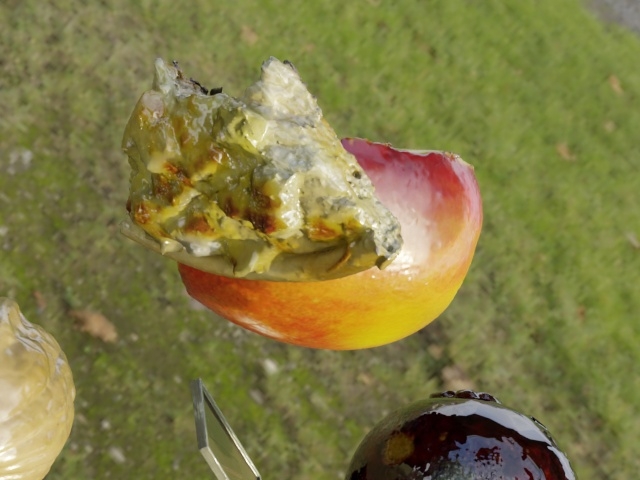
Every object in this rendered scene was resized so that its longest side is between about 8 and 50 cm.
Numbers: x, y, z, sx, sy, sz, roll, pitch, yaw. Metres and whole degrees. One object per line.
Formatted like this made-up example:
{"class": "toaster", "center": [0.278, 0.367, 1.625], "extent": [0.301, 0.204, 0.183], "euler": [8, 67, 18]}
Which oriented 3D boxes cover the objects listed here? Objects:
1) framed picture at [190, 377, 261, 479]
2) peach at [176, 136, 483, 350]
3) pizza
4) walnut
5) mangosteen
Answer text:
{"class": "framed picture", "center": [-0.120, 0.299, 1.741], "extent": [0.150, 0.015, 0.203], "euler": [-107, 171, -58]}
{"class": "peach", "center": [0.000, 0.000, 1.509], "extent": [0.380, 0.306, 0.242], "euler": [13, 79, -20]}
{"class": "pizza", "center": [-0.083, -0.054, 1.180], "extent": [0.089, 0.323, 0.223], "euler": [-46, 130, -44]}
{"class": "walnut", "center": [-0.362, 0.163, 1.330], "extent": [0.225, 0.225, 0.261], "euler": [39, 13, -13]}
{"class": "mangosteen", "center": [0.172, 0.366, 1.625], "extent": [0.306, 0.306, 0.359], "euler": [24, 64, -39]}
